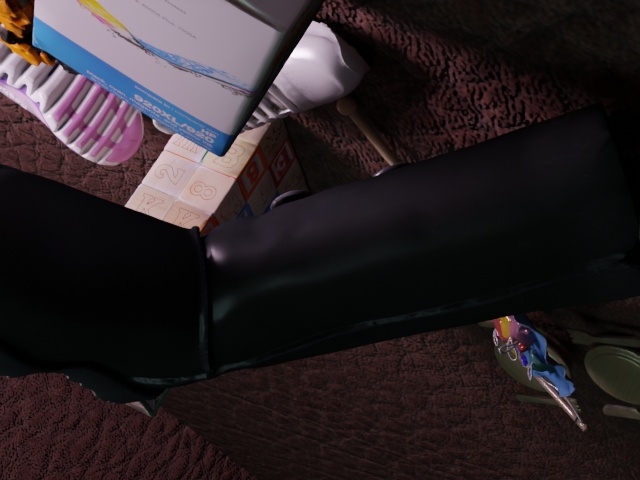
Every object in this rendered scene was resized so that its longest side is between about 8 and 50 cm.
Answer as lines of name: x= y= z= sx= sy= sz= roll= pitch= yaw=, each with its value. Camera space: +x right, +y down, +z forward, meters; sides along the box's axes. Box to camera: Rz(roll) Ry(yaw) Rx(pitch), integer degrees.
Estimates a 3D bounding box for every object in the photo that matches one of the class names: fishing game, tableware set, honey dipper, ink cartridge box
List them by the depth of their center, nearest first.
ink cartridge box: x=-0.074 y=-0.197 z=0.835 sx=0.168 sy=0.171 sz=0.232 roll=32 pitch=160 yaw=-4
honey dipper: x=0.066 y=-0.073 z=1.134 sx=0.030 sy=0.030 sz=0.160 roll=5 pitch=144 yaw=51
fishing game: x=0.164 y=0.075 z=1.162 sx=0.189 sy=0.041 sz=0.264 roll=50 pitch=177 yaw=38
tableware set: x=0.269 y=0.122 z=1.285 sx=0.194 sy=0.039 sz=0.128 roll=4 pitch=135 yaw=41

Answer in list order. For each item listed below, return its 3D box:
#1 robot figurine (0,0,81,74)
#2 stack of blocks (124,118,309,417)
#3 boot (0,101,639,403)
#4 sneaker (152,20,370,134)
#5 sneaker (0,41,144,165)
robot figurine: x=-0.293 y=-0.246 z=1.113 sx=0.211 sy=0.085 sz=0.291 roll=32 pitch=171 yaw=9
stack of blocks: x=-0.131 y=0.018 z=1.235 sx=0.087 sy=0.297 sz=0.171 roll=23 pitch=157 yaw=22
boot: x=0.000 y=0.000 z=0.893 sx=0.445 sy=0.146 sz=0.367 roll=-11 pitch=164 yaw=12
sneaker: x=-0.053 y=-0.130 z=1.075 sx=0.235 sy=0.094 sz=0.090 roll=2 pitch=143 yaw=51
sneaker: x=-0.291 y=-0.169 z=1.344 sx=0.236 sy=0.095 sz=0.104 roll=39 pitch=166 yaw=-7
